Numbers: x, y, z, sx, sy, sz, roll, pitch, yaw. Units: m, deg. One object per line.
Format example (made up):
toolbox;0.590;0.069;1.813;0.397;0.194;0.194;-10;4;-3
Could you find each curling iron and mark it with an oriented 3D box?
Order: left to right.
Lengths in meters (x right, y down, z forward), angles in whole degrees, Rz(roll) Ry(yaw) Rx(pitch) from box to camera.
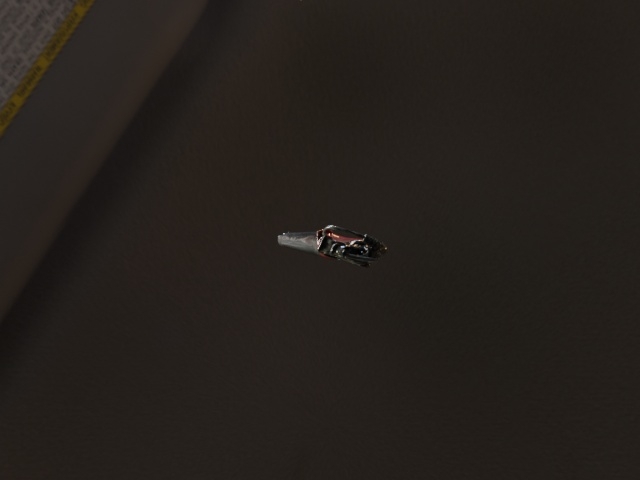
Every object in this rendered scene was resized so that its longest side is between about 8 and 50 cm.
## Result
curling iron;0.000;0.000;0.949;0.068;0.274;0.035;19;-93;-18
